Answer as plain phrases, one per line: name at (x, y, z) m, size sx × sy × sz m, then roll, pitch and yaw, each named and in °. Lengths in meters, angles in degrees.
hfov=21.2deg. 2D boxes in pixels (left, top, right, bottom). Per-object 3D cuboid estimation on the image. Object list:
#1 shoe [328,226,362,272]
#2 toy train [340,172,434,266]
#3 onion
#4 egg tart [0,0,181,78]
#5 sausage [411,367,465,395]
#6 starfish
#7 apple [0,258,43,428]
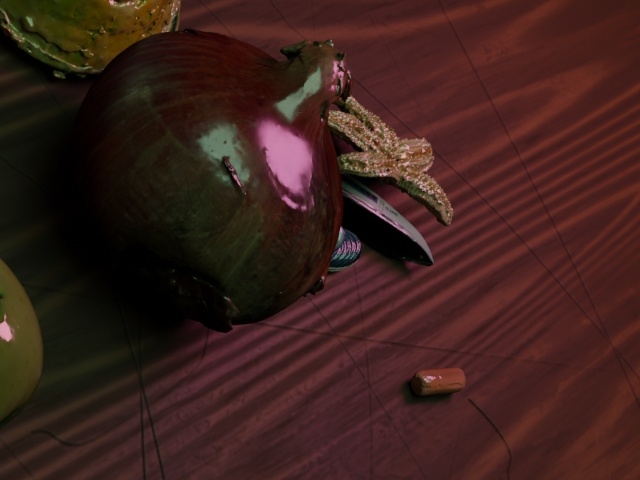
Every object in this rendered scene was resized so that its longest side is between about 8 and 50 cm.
shoe at (0.000, 0.000, 2.135) m, size 0.143 × 0.071 × 0.063 m, roll 9°, pitch 66°, yaw -42°
toy train at (0.051, -0.043, 2.211) m, size 0.252 × 0.055 × 0.048 m, roll 34°, pitch 43°, yaw -24°
onion at (-0.121, -0.070, 1.935) m, size 0.354 × 0.354 × 0.353 m, roll 17°, pitch 60°, yaw -33°
egg tart at (-0.275, -0.344, 2.034) m, size 0.315 × 0.120 × 0.314 m, roll 17°, pitch 61°, yaw -34°
sausage at (0.153, 0.181, 2.202) m, size 0.083 × 0.034 × 0.034 m, roll -2°, pitch 71°, yaw -41°
starfish at (0.091, -0.106, 2.223) m, size 0.238 × 0.071 × 0.216 m, roll 49°, pitch 33°, yaw -9°
apple at (-0.402, 0.108, 1.639) m, size 0.279 × 0.279 × 0.279 m, roll 17°, pitch 60°, yaw -33°
